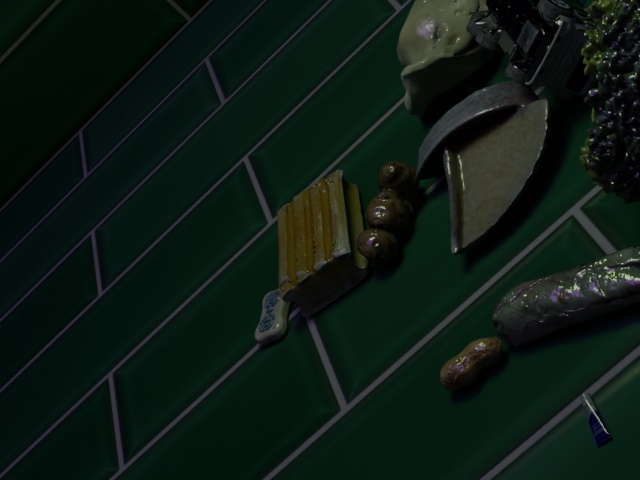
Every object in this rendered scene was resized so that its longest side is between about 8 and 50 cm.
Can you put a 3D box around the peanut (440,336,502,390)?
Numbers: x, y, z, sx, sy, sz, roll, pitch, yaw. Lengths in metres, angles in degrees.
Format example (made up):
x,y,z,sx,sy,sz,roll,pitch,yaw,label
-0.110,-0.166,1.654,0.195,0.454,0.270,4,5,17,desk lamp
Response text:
x,y,z,sx,sy,sz,roll,pitch,yaw,label
0.229,0.186,1.813,0.113,0.054,0.054,-41,30,13,peanut

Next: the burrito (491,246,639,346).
x,y,z,sx,sy,sz,roll,pitch,yaw,label
0.378,0.074,1.728,0.309,0.066,0.096,-23,43,38,burrito

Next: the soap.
x,y,z,sx,sy,sz,roll,pitch,yaw,label
0.000,0.000,2.291,0.173,0.089,0.274,-37,31,23,soap

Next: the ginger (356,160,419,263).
x,y,z,sx,sy,sz,roll,pitch,yaw,label
0.121,-0.049,2.174,0.080,0.104,0.204,7,69,29,ginger

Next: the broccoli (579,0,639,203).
x,y,z,sx,sy,sz,roll,pitch,yaw,label
0.519,-0.195,1.717,0.293,0.348,0.281,2,9,8,broccoli

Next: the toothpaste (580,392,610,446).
x,y,z,sx,sy,sz,roll,pitch,yaw,label
0.368,0.238,1.604,0.024,0.015,0.083,-43,34,25,toothpaste

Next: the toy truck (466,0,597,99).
x,y,z,sx,sy,sz,roll,pitch,yaw,label
0.393,-0.390,2.123,0.363,0.178,0.176,-103,33,-57,toy truck

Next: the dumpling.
x,y,z,sx,sy,sz,roll,pitch,yaw,label
0.248,-0.379,2.375,0.243,0.187,0.318,104,-173,-48,dumpling

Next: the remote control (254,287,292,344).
x,y,z,sx,sy,sz,roll,pitch,yaw,label
-0.089,0.143,2.300,0.074,0.032,0.122,-26,38,34,remote control

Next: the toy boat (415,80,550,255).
x,y,z,sx,sy,sz,roll,pitch,yaw,label
0.296,-0.142,2.064,0.276,0.111,0.293,-44,40,17,toy boat
